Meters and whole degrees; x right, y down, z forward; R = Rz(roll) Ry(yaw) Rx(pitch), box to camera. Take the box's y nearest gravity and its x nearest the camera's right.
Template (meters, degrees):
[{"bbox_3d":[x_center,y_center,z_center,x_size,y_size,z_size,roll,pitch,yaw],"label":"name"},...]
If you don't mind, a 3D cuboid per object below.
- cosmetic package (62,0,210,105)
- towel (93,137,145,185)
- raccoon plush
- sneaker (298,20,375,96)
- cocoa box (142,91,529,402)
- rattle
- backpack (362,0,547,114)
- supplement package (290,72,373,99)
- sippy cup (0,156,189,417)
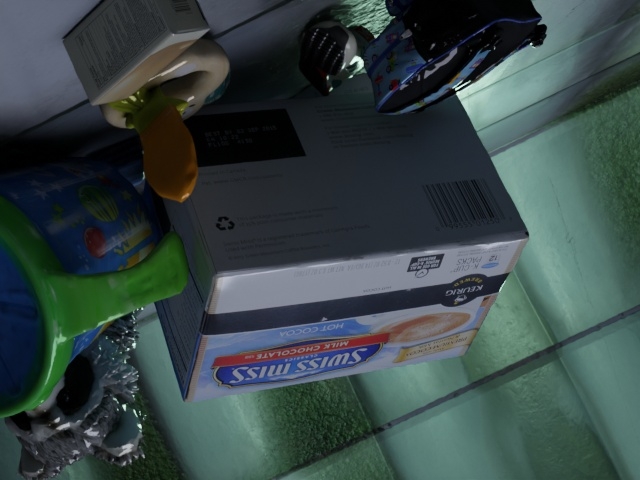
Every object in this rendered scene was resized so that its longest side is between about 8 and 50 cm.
[{"bbox_3d":[-0.141,-0.155,0.928,0.115,0.060,0.041,-28,174,42],"label":"cosmetic package"},{"bbox_3d":[-0.230,-0.080,1.385,0.067,0.029,0.119,-24,175,-14],"label":"towel"},{"bbox_3d":[-0.244,0.106,1.513,0.216,0.299,0.446,-18,180,35],"label":"raccoon plush"},{"bbox_3d":[0.023,-0.205,1.277,0.075,0.057,0.161,-41,176,-11],"label":"sneaker"},{"bbox_3d":[0.000,0.000,1.324,0.347,0.231,0.228,-7,143,-21],"label":"cocoa box"},{"bbox_3d":[-0.112,-0.106,1.143,0.130,0.143,0.199,-44,168,1],"label":"rattle"},{"bbox_3d":[0.118,-0.205,1.241,0.173,0.117,0.158,-35,171,31],"label":"backpack"},{"bbox_3d":[-0.020,-0.099,1.586,0.244,0.134,0.139,-30,173,38],"label":"supplement package"},{"bbox_3d":[-0.285,0.023,1.213,0.224,0.305,0.240,-36,157,-54],"label":"sippy cup"}]
